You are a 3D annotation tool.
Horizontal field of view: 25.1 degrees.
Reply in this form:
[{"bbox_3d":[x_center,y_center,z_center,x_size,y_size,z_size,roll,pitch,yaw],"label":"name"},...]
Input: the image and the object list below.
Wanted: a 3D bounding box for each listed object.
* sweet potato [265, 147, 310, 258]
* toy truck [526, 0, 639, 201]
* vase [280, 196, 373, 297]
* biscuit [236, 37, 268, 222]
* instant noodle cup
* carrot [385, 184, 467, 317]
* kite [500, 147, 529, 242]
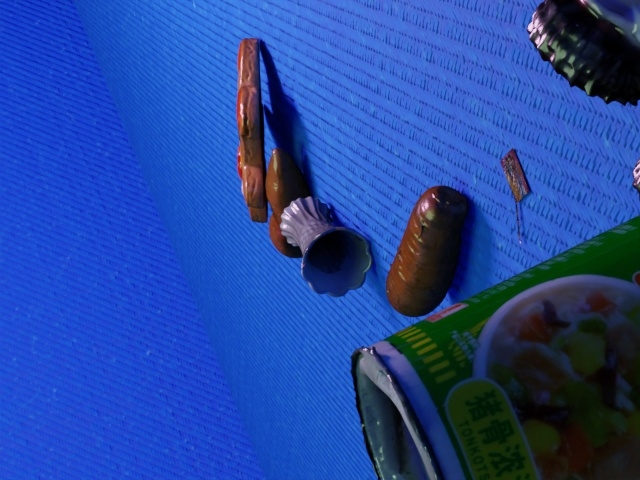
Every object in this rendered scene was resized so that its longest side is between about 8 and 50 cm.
[{"bbox_3d":[-0.039,-0.039,1.753,0.202,0.055,0.058,87,-179,-53],"label":"sweet potato"},{"bbox_3d":[0.176,-0.096,0.611,0.136,0.111,0.286,-60,31,31],"label":"toy truck"},{"bbox_3d":[0.000,0.000,1.604,0.148,0.081,0.081,-127,22,-66],"label":"vase"},{"bbox_3d":[-0.086,-0.116,1.766,0.250,0.036,0.165,88,-179,-52],"label":"biscuit"},{"bbox_3d":[0.148,0.087,0.722,0.207,0.233,0.207,161,90,-78],"label":"instant noodle cup"},{"bbox_3d":[0.094,0.013,1.254,0.186,0.060,0.060,102,147,-61],"label":"carrot"},{"bbox_3d":[0.149,-0.033,1.074,0.044,0.002,0.078,-156,50,-73],"label":"kite"}]
